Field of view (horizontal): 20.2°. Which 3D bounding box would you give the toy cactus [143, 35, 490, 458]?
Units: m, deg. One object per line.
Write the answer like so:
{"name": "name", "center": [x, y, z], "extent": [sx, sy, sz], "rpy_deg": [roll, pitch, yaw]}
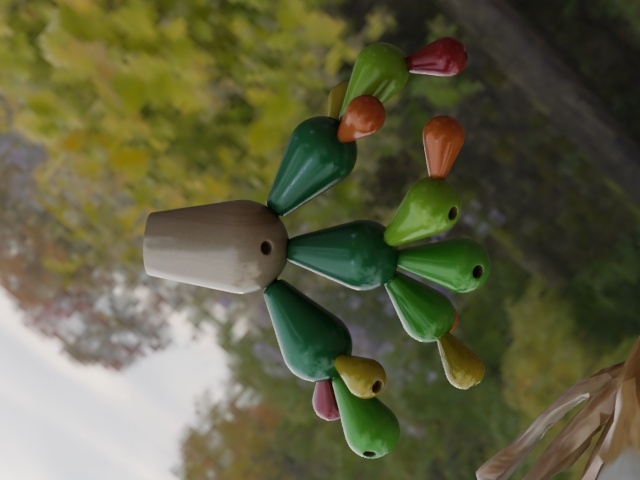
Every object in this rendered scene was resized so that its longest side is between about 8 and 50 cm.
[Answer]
{"name": "toy cactus", "center": [0.000, 0.000, 0.949], "extent": [0.181, 0.219, 0.112], "rpy_deg": [3, -169, 6]}

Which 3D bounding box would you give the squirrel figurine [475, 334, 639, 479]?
{"name": "squirrel figurine", "center": [0.174, 0.188, 0.448], "extent": [0.397, 0.370, 0.281], "rpy_deg": [18, 179, -15]}
